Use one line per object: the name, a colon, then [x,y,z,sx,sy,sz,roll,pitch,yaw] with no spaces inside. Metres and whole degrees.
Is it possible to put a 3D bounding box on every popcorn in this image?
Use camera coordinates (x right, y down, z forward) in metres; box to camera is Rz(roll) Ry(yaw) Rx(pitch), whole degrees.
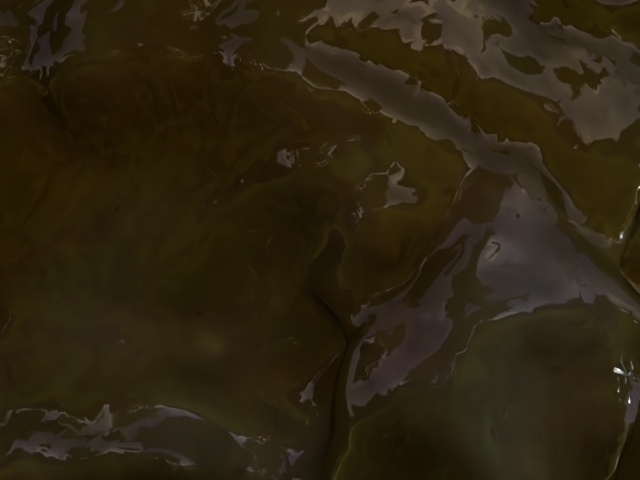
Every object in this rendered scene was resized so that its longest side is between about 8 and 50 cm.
popcorn: [0.016,-0.009,0.514,0.344,0.390,0.354,-9,-70,50]
